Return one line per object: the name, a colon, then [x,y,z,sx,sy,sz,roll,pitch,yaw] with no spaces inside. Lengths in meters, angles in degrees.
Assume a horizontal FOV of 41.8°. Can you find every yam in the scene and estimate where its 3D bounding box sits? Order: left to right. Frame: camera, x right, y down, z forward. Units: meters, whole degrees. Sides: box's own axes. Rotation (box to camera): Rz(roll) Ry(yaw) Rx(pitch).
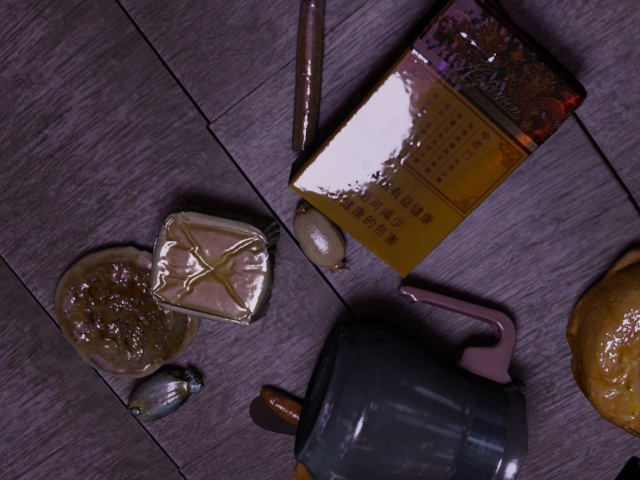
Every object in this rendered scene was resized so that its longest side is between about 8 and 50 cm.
yam: [-0.020,-0.277,1.386,0.046,0.046,0.263,7,108,7]

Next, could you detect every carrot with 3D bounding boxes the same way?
carrot: [-0.023,0.334,1.566,0.210,0.061,0.061,28,109,4]

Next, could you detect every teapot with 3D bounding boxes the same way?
teapot: [0.172,0.273,1.427,0.362,0.305,0.376,19,80,-6]

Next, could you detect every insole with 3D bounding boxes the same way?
insole: [0.024,0.346,1.594,0.328,0.007,0.111,6,107,7]

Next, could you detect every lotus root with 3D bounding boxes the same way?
lotus root: [-0.296,0.289,1.591,0.165,0.088,0.088,-29,100,13]
lotus root: [0.000,0.000,1.460,0.073,0.062,0.150,-29,99,17]

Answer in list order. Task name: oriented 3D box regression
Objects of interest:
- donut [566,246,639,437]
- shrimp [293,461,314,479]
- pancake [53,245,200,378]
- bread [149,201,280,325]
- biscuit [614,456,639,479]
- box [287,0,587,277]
donut: [0.565,0.169,1.377,0.299,0.150,0.317,-6,106,8]
shrimp: [0.068,0.475,1.601,0.249,0.068,0.150,12,121,11]
pancake: [-0.365,0.131,1.570,0.283,0.049,0.282,2,106,6]
bread: [-0.181,0.040,1.471,0.210,0.110,0.192,9,99,1]
biscuit: [0.536,0.520,1.511,0.070,0.106,0.252,26,109,2]
box: [0.179,-0.172,1.331,0.264,0.116,0.415,38,108,-12]
